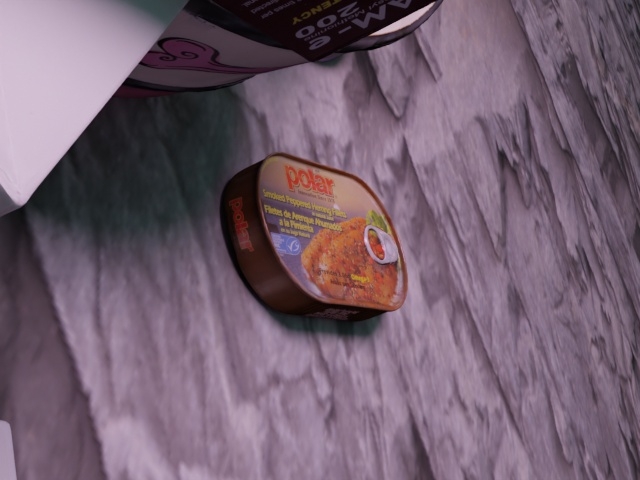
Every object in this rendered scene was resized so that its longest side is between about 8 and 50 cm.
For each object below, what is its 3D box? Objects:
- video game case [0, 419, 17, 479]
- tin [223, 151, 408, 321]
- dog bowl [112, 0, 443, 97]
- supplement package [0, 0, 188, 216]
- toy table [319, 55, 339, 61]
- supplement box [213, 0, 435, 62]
[{"bbox_3d":[-0.167,0.129,0.451,0.157,0.019,0.143,20,52,-55],"label":"video game case"},{"bbox_3d":[0.000,0.000,0.843,0.190,0.040,0.106,13,62,-58],"label":"tin"},{"bbox_3d":[-0.107,-0.258,0.656,0.408,0.150,0.408,26,51,-38],"label":"dog bowl"},{"bbox_3d":[-0.172,-0.076,0.399,0.149,0.203,0.194,56,28,-20],"label":"supplement package"},{"bbox_3d":[0.002,-0.268,0.921,0.274,0.161,0.252,37,40,-47],"label":"toy table"},{"bbox_3d":[-0.051,-0.162,0.380,0.239,0.073,0.130,23,50,-53],"label":"supplement box"}]
